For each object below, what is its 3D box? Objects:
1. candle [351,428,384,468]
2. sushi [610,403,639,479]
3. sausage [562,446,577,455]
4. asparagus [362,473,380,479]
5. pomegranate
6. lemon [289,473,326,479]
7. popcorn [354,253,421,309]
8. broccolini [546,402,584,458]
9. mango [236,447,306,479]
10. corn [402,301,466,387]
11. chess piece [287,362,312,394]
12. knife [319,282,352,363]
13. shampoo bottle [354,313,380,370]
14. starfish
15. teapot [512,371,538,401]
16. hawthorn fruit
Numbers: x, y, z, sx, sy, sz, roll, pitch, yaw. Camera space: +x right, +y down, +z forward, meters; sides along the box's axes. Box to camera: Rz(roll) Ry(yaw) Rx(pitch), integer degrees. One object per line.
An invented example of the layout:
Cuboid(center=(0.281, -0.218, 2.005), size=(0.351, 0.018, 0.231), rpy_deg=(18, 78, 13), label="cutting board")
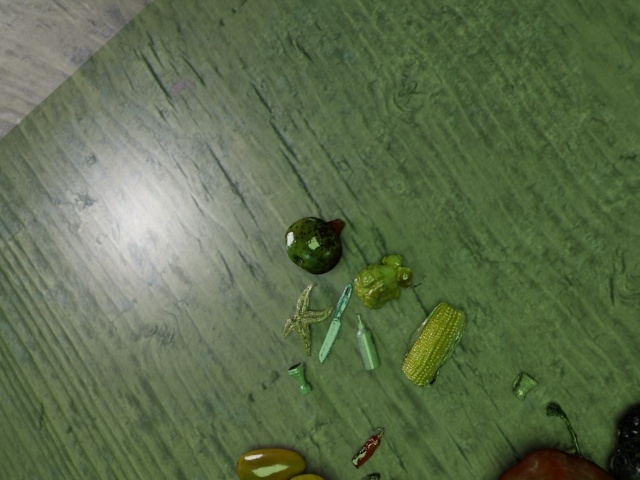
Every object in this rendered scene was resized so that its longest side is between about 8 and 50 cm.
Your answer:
Cuboid(center=(0.169, 0.724, 1.700), size=(0.053, 0.048, 0.162), rpy_deg=(38, 95, -23), label="candle")
Cuboid(center=(1.012, 0.656, 1.453), size=(0.210, 0.171, 0.350), rpy_deg=(16, 87, -6), label="sushi")
Cuboid(center=(0.772, 0.706, 1.577), size=(0.132, 0.024, 0.024), rpy_deg=(-29, 81, 9), label="sausage")
Cuboid(center=(0.139, 0.858, 1.699), size=(0.165, 0.030, 0.036), rpy_deg=(-32, 70, 9), label="asparagus")
Cuboid(center=(0.000, 0.000, 1.721), size=(0.214, 0.214, 0.248), rpy_deg=(45, 59, 11), label="pomegranate")
Cuboid(center=(-0.053, 0.939, 1.627), size=(0.253, 0.253, 0.310), rpy_deg=(27, 98, 12), label="lemon")
Cuboid(center=(0.218, 0.150, 1.673), size=(0.195, 0.173, 0.168), rpy_deg=(-23, 120, -15), label="popcorn")
Cuboid(center=(0.802, 0.612, 1.563), size=(0.052, 0.054, 0.194), rpy_deg=(-23, 72, -24), label="broccolini")
Cuboid(center=(-0.174, 0.815, 1.728), size=(0.253, 0.113, 0.139), rpy_deg=(-7, 81, 4), label="mango")
Cuboid(center=(0.382, 0.356, 1.644), size=(0.123, 0.122, 0.305), rpy_deg=(30, 96, -16), label="corn")
Cuboid(center=(-0.070, 0.501, 1.753), size=(0.067, 0.067, 0.103), rpy_deg=(-25, 91, 9), label="chess piece")
Cuboid(center=(0.057, 0.302, 1.762), size=(0.044, 0.019, 0.313), rpy_deg=(23, 93, 10), label="knife")
Cuboid(center=(0.160, 0.356, 1.714), size=(0.056, 0.056, 0.195), rpy_deg=(-17, 84, 10), label="shampoo bottle")
Cuboid(center=(-0.042, 0.285, 1.766), size=(0.138, 0.050, 0.247), rpy_deg=(29, 95, 11), label="starfish")
Cuboid(center=(0.670, 0.482, 1.602), size=(0.083, 0.057, 0.067), rpy_deg=(-59, 40, 6), label="teapot")
Cuboid(center=(0.714, 0.826, 1.399), size=(0.402, 0.403, 0.403), rpy_deg=(-1, 86, 12), label="hawthorn fruit")
